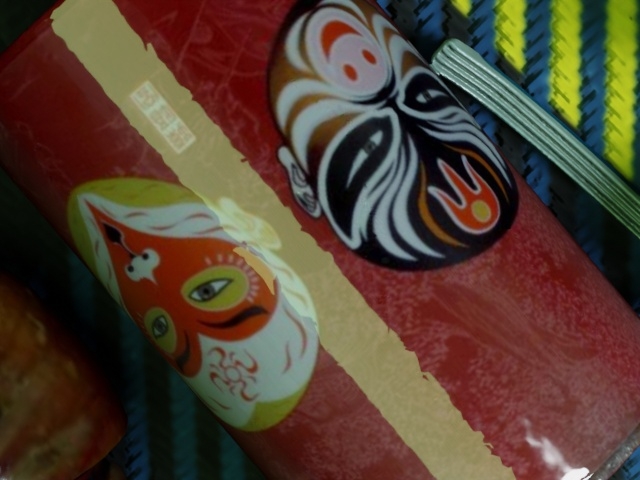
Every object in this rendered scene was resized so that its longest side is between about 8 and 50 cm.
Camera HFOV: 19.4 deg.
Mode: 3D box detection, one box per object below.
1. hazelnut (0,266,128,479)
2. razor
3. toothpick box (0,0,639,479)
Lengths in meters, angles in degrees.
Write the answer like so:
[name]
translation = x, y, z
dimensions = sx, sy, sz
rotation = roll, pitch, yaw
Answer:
[hazelnut]
translation = -0.200, 0.111, 1.044
dimensions = 0.178, 0.178, 0.204
rotation = 1, 106, 13
[razor]
translation = 0.135, -0.040, 0.990
dimensions = 0.191, 0.037, 0.068
rotation = 42, 115, 1
[toothpick box]
translation = 0.000, 0.000, 0.947
dimensions = 0.204, 0.204, 0.333
rotation = -38, 94, 20
